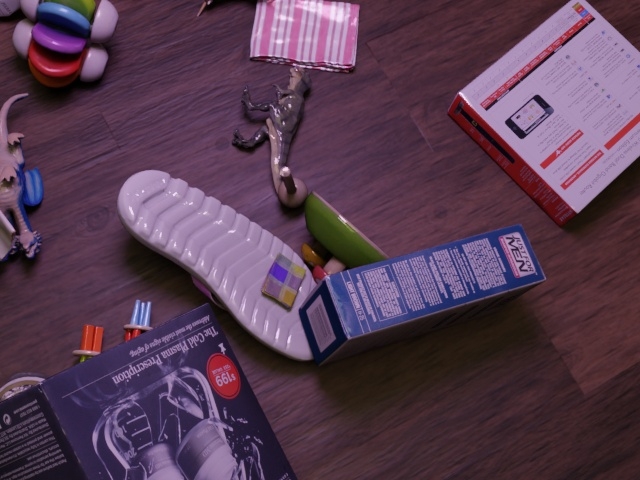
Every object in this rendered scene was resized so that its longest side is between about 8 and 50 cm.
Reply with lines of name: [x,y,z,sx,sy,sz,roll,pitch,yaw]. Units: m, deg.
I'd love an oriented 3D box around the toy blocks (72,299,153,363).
toy blocks: [-0.328,0.165,1.288,0.123,0.054,0.148,7,72,-5]

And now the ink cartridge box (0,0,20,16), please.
ink cartridge box: [-0.533,-0.497,1.446,0.233,0.066,0.189,-2,72,4]

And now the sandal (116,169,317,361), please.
sandal: [-0.153,0.041,1.323,0.416,0.102,0.169,42,53,-9]

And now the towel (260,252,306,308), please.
towel: [-0.058,0.065,1.302,0.060,0.009,0.083,36,53,-16]

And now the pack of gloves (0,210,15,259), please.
pack of gloves: [-0.572,-0.045,1.255,0.046,0.195,0.232,-28,76,-42]

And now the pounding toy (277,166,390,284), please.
pounding toy: [0.000,0.000,1.325,0.237,0.183,0.110,41,92,3]

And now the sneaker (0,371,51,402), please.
sneaker: [-0.473,0.379,1.137,0.158,0.182,0.410,11,73,-3]

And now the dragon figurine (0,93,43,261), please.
dragon figurine: [-0.511,-0.102,1.334,0.085,0.144,0.289,-9,55,-7]

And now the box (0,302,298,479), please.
box: [-0.231,0.293,1.072,0.179,0.343,0.312,-27,89,29]

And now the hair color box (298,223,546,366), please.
hair color box: [0.156,0.086,1.277,0.347,0.174,0.105,-13,73,-21]

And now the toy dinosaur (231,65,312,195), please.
toy dinosaur: [-0.089,-0.206,1.431,0.118,0.064,0.268,13,75,-9]

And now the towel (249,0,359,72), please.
towel: [-0.028,-0.392,1.510,0.197,0.029,0.144,7,71,-4]

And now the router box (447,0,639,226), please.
router box: [0.458,-0.243,1.489,0.335,0.082,0.301,-39,81,-16]

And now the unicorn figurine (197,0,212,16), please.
unicorn figurine: [-0.148,-0.477,1.498,0.162,0.060,0.111,0,43,22]

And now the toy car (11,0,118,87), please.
toy car: [-0.437,-0.340,1.361,0.159,0.182,0.136,19,36,-13]
